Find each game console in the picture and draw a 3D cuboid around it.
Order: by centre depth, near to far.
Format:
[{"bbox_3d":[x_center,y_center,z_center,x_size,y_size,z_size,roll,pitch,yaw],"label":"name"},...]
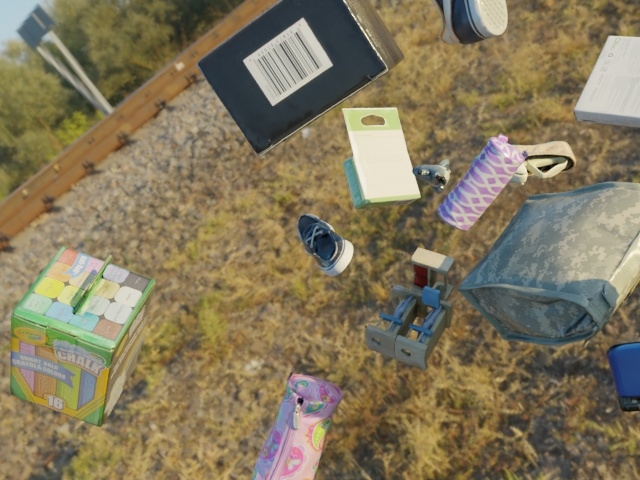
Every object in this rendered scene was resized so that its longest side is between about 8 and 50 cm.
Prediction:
[{"bbox_3d":[0.703,0.216,1.386,0.293,0.173,0.250,-10,10,23],"label":"game console"}]

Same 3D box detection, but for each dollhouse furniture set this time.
[{"bbox_3d":[0.166,0.121,1.390,0.129,0.183,0.129,18,47,24],"label":"dollhouse furniture set"}]

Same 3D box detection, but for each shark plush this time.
[{"bbox_3d":[0.225,-0.126,1.497,0.161,0.067,0.073,-78,4,-70],"label":"shark plush"}]

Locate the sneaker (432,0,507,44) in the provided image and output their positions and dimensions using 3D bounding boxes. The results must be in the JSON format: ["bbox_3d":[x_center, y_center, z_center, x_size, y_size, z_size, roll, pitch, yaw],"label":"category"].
[{"bbox_3d":[0.242,-0.509,1.312,0.126,0.321,0.127,-3,-2,-40],"label":"sneaker"}]

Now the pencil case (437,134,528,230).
[{"bbox_3d":[0.319,-0.116,1.480,0.206,0.086,0.088,-54,29,27],"label":"pencil case"}]

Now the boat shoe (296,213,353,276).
[{"bbox_3d":[0.000,0.000,1.998,0.108,0.102,0.301,-51,24,10],"label":"boat shoe"}]

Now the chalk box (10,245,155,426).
[{"bbox_3d":[-0.300,0.107,0.928,0.132,0.132,0.213,-70,0,-51],"label":"chalk box"}]

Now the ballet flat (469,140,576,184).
[{"bbox_3d":[0.578,-0.213,2.065,0.316,0.107,0.106,-13,52,-12],"label":"ballet flat"}]

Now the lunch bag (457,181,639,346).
[{"bbox_3d":[0.402,0.040,1.163,0.235,0.169,0.287,-49,14,-18],"label":"lunch bag"}]

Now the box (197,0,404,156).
[{"bbox_3d":[-0.020,-0.362,1.477,0.293,0.212,0.395,-31,10,18],"label":"box"}]

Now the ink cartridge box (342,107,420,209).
[{"bbox_3d":[0.134,-0.198,1.760,0.171,0.235,0.056,-7,-13,-33],"label":"ink cartridge box"}]

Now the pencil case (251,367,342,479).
[{"bbox_3d":[-0.053,0.401,1.439,0.124,0.124,0.284,-129,57,-70],"label":"pencil case"}]

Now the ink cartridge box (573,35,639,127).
[{"bbox_3d":[0.699,-0.346,1.599,0.224,0.045,0.223,16,70,41],"label":"ink cartridge box"}]
